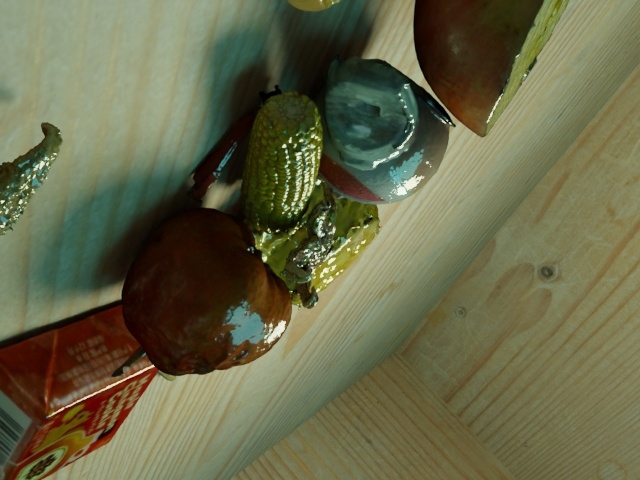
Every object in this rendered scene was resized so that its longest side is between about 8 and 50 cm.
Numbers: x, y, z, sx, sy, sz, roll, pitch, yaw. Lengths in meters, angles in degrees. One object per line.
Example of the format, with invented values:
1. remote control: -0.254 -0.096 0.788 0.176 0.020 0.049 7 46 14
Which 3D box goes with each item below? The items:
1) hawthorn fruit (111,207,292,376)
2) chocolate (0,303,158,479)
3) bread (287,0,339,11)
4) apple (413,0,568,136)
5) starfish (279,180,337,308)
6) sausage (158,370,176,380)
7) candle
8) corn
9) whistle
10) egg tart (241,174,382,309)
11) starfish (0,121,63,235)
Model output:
1. hawthorn fruit: -0.165 0.088 0.947 0.243 0.207 0.207 -40 164 2
2. chocolate: -0.340 0.211 1.002 0.235 0.108 0.237 -21 152 -56
3. bread: -0.003 -0.274 0.574 0.140 0.106 0.236 -43 165 -9
4. apple: 0.197 -0.286 0.889 0.293 0.163 0.251 -55 169 -15
5. starfish: -0.010 -0.003 0.990 0.150 0.053 0.209 104 1 -52
6. sausage: -0.275 0.227 1.344 0.024 0.024 0.132 -39 164 -13
7. candle: -0.103 -0.115 0.888 0.167 0.026 0.021 -51 -174 16
8. corn: -0.048 -0.085 0.906 0.260 0.091 0.091 108 -8 -67
9. whistle: 0.056 -0.131 0.896 0.189 0.189 0.348 -45 173 4
10. egg tart: -0.014 -0.006 1.185 0.341 0.132 0.341 -41 164 -14
11. starfish: -0.344 -0.006 0.484 0.301 0.084 0.293 -47 160 1
